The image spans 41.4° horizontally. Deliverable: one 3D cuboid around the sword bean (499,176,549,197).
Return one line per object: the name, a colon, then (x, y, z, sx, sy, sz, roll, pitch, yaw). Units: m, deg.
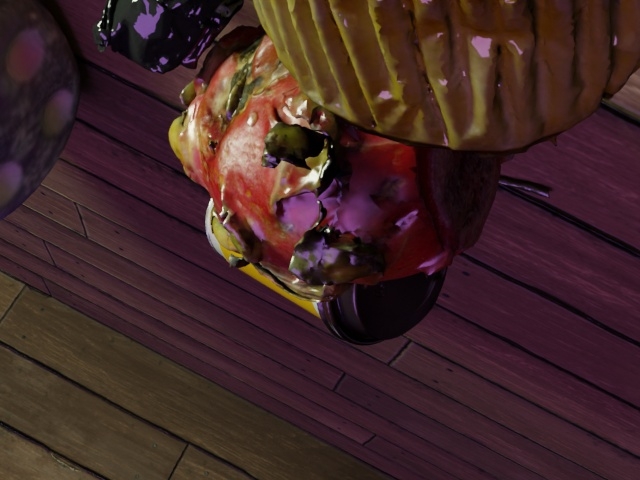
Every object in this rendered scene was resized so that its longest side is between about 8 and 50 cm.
sword bean: (0.195, -0.057, 0.867, 0.083, 0.012, 0.012, 17, 155, 28)

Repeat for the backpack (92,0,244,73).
backpack: (-0.108, -0.221, 0.696, 0.106, 0.120, 0.165, 31, 130, -22)

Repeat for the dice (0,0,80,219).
dice: (-0.477, -0.188, 1.024, 0.270, 0.270, 0.271, 24, 157, 13)

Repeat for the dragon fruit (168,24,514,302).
dragon fruit: (-0.001, -0.079, 0.742, 0.291, 0.269, 0.250, 9, 142, 32)

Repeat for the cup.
cup: (0.000, 0.000, 1.008, 0.280, 0.196, 0.196, 20, 158, 39)

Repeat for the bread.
bread: (0.083, -0.178, 0.427, 0.227, 0.253, 0.142, 20, 159, 28)
